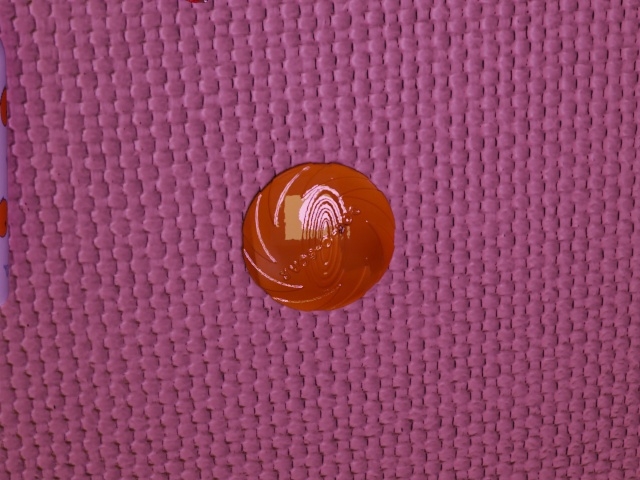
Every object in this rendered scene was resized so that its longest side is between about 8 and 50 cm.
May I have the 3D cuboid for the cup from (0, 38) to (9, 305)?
[{"bbox_3d":[-0.436,-0.091,1.232,0.212,0.212,0.317,2,105,-10],"label":"cup"}]

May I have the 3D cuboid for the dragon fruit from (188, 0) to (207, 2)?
[{"bbox_3d":[-0.142,-0.329,1.266,0.121,0.130,0.142,9,109,23],"label":"dragon fruit"}]

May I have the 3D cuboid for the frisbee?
[{"bbox_3d":[0.000,0.000,1.423,0.192,0.035,0.192,-2,107,-8],"label":"frisbee"}]
